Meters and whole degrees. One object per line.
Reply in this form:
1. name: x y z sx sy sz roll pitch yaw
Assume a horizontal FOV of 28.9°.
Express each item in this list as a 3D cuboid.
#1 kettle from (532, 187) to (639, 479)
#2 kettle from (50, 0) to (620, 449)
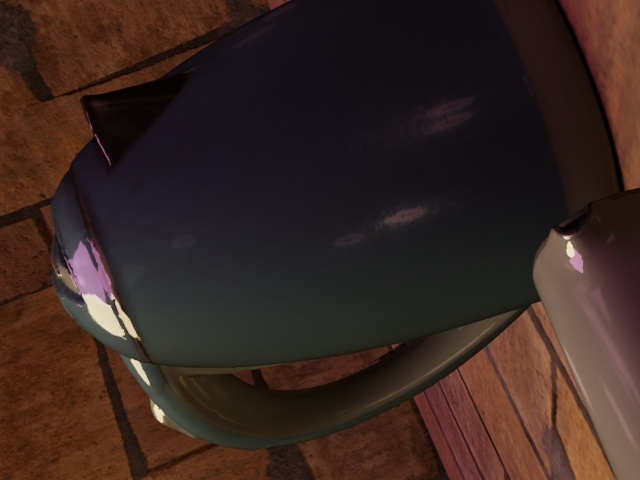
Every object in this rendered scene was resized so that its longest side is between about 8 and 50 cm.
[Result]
1. kettle: 0.177 0.057 0.596 0.098 0.127 0.148 -61 38 43
2. kettle: 0.000 0.000 0.831 0.247 0.342 0.319 -118 6 -60
